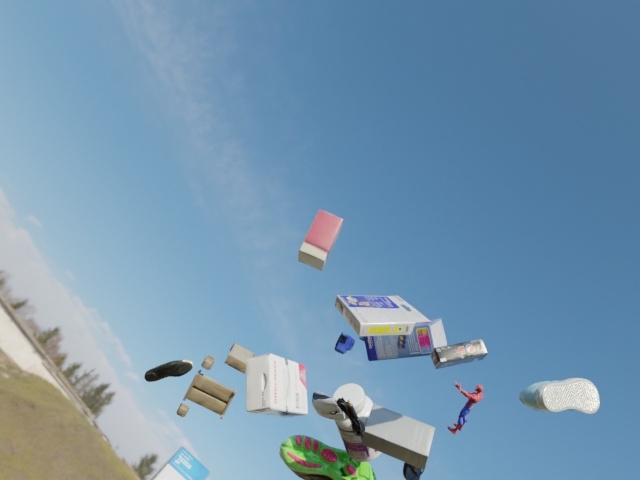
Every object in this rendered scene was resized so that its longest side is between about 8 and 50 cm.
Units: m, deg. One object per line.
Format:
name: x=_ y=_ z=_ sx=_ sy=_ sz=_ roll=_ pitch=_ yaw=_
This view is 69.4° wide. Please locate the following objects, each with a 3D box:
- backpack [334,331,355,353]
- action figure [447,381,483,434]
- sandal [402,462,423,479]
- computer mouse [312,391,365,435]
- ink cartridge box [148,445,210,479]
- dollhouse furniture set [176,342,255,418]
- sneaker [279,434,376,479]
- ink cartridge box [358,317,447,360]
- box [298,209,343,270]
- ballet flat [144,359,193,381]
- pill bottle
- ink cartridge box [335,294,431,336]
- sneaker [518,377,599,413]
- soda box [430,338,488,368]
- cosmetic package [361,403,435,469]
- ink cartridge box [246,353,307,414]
backpack: x=0.141 y=0.608 z=2.706 sx=0.101 sy=0.120 sz=0.098 roll=26 pitch=-9 yaw=17
action figure: x=0.673 y=0.773 z=2.209 sx=0.139 sy=0.092 sz=0.280 roll=42 pitch=-61 yaw=34
sandal: x=0.395 y=0.892 z=1.888 sx=0.054 sy=0.097 sz=0.254 roll=25 pitch=-64 yaw=53
computer mouse: x=0.031 y=0.452 z=1.227 sx=0.193 sy=0.042 sz=0.106 roll=-11 pitch=-68 yaw=55
ink cartridge box: x=-0.506 y=0.808 z=1.385 sx=0.129 sy=0.307 sz=0.223 roll=43 pitch=-52 yaw=1
dollhouse furniture set: x=-0.427 y=0.675 z=2.113 sx=0.303 sy=0.355 sz=0.174 roll=29 pitch=4 yaw=-3
sneaker: x=0.036 y=0.971 z=1.981 sx=0.483 sy=0.185 sz=0.202 roll=35 pitch=-30 yaw=-7
ink cartridge box: x=0.392 y=0.493 z=2.287 sx=0.396 sy=0.270 sz=0.151 roll=-15 pitch=-99 yaw=25
box: x=0.000 y=0.000 z=2.144 sx=0.127 sy=0.232 sz=0.148 roll=23 pitch=-22 yaw=5
ballet flat: x=-0.473 y=0.399 z=1.444 sx=0.173 sy=0.049 sz=0.057 roll=-17 pitch=-73 yaw=14
pill bottle: x=0.147 y=0.722 z=1.846 sx=0.169 sy=0.169 sz=0.301 roll=12 pitch=-51 yaw=43
ink cartridge box: x=0.251 y=0.309 z=1.935 sx=0.303 sy=0.308 sz=0.072 roll=-140 pitch=-124 yaw=-69
sneaker: x=0.922 y=0.596 z=1.794 sx=0.366 sy=0.135 sz=0.150 roll=13 pitch=-17 yaw=-26
soda box: x=0.443 y=0.363 z=1.480 sx=0.060 sy=0.169 sz=0.053 roll=97 pitch=-18 yaw=-54
cosmetic package: x=0.277 y=0.701 z=1.659 sx=0.238 sy=0.127 sz=0.107 roll=15 pitch=-51 yaw=20
ink cartridge box: x=-0.143 y=0.488 z=1.538 sx=0.100 sy=0.171 sz=0.237 roll=-17 pitch=-30 yaw=22
